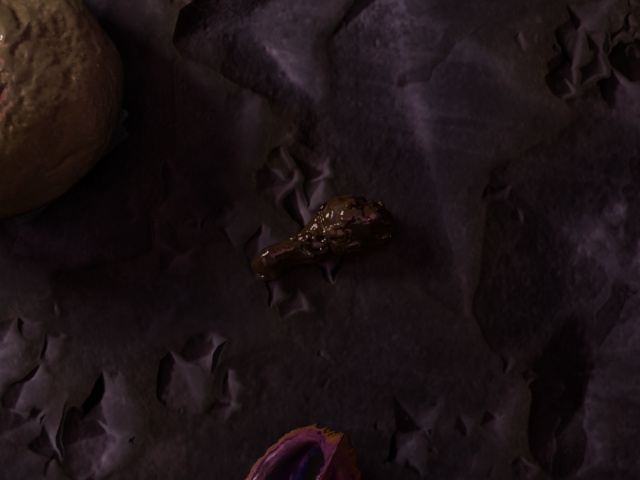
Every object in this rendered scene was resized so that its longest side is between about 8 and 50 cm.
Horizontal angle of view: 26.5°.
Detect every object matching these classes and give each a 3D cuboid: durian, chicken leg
[{"bbox_3d":[-0.036,0.370,1.714,0.260,0.154,0.186,-38,106,-5],"label":"durian"},{"bbox_3d":[0.000,-0.001,1.776,0.198,0.069,0.085,-24,107,9],"label":"chicken leg"}]

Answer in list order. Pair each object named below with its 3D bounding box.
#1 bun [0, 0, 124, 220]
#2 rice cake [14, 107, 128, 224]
[{"bbox_3d":[-0.431,-0.207,1.713,0.349,0.227,0.352,24,79,24],"label":"bun"},{"bbox_3d":[-0.342,-0.112,1.807,0.206,0.063,0.069,-44,77,-2],"label":"rice cake"}]
